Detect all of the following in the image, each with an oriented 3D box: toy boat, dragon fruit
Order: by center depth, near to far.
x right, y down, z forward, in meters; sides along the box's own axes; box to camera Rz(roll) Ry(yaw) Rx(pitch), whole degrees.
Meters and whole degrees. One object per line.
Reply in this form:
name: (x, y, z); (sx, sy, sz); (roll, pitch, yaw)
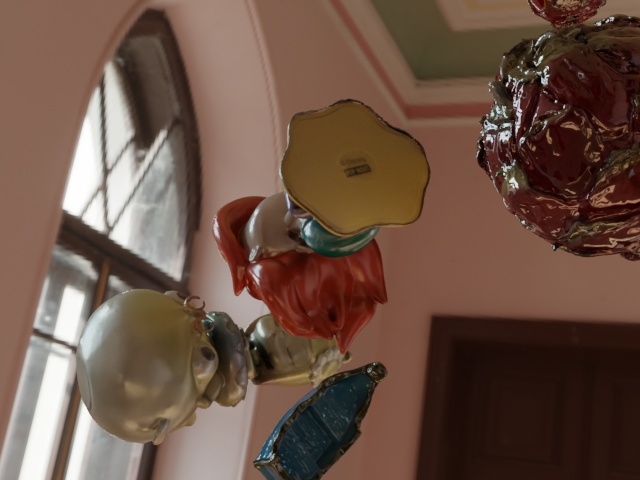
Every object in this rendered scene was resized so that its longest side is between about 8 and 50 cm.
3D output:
dragon fruit: (0.217, -0.286, 0.876); (0.094, 0.191, 0.094); (-10, 14, 2)
toy boat: (0.008, 0.197, 1.047); (0.077, 0.185, 0.075); (-28, -79, 44)
dragon fruit: (0.367, -0.129, 1.265); (0.329, 0.329, 0.329); (8, -19, 3)

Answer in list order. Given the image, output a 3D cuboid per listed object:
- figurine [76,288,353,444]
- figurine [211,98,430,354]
figurine: (-0.144, 0.179, 1.375); (0.394, 0.227, 0.275); (-8, -39, -28)
figurine: (-0.009, 0.000, 1.040); (0.208, 0.181, 0.257); (31, -36, -4)
